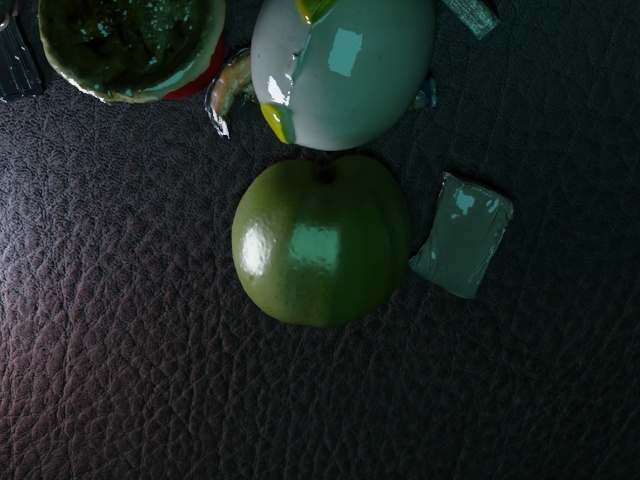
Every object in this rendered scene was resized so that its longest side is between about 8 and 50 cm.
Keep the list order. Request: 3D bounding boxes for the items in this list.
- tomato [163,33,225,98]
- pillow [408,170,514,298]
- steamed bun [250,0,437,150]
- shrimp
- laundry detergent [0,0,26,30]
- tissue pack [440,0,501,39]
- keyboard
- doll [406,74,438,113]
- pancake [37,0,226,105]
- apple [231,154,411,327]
[{"bbox_3d":[-0.274,-0.352,1.833,0.195,0.136,0.195,1,122,1],"label":"tomato"},{"bbox_3d":[0.291,-0.007,2.079,0.173,0.067,0.270,18,121,-4],"label":"pillow"},{"bbox_3d":[0.038,-0.335,1.713,0.333,0.334,0.374,14,122,-7],"label":"steamed bun"},{"bbox_3d":[-0.098,-0.246,1.945,0.222,0.054,0.290,-36,115,22],"label":"shrimp"},{"bbox_3d":[-0.554,-0.422,1.737,0.076,0.237,0.171,26,144,-15],"label":"laundry detergent"},{"bbox_3d":[0.250,-0.440,1.772,0.148,0.109,0.060,40,115,-21],"label":"tissue pack"},{"bbox_3d":[-0.611,-0.388,1.893,0.106,0.016,0.262,-10,123,9],"label":"keyboard"},{"bbox_3d":[0.148,-0.274,1.902,0.151,0.086,0.114,-9,139,-4],"label":"doll"},{"bbox_3d":[-0.332,-0.403,1.732,0.356,0.065,0.356,0,88,10],"label":"pancake"},{"bbox_3d":[0.000,0.000,2.051,0.311,0.320,0.360,30,135,35],"label":"apple"}]
